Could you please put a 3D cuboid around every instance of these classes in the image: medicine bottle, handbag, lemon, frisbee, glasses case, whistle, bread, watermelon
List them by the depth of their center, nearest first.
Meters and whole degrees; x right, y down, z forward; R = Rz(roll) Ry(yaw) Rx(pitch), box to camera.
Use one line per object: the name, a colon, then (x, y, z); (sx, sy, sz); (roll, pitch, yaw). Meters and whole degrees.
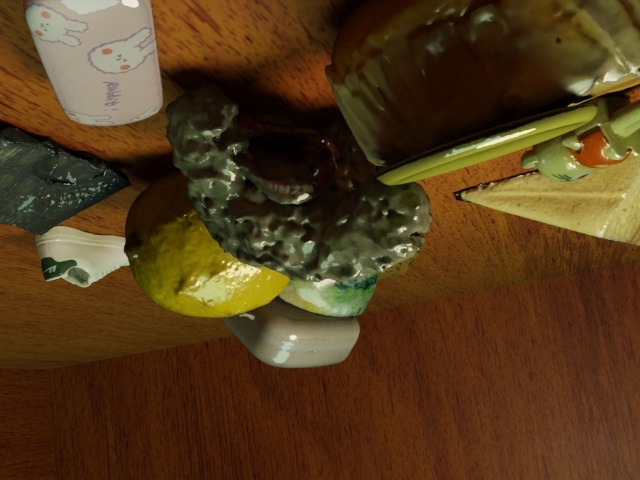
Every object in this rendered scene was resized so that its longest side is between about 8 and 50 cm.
glasses case: (-0.222, -0.190, 0.828); (0.113, 0.075, 0.297); (-9, 168, -10)
frisbee: (0.171, -0.096, 0.845); (0.235, 0.017, 0.236); (-18, 179, 0)
bread: (0.195, -0.210, 0.851); (0.388, 0.183, 0.236); (-20, 179, 20)
handbag: (-0.412, -0.088, 1.172); (0.175, 0.089, 0.270); (-22, 164, 19)
whistle: (0.441, -0.166, 1.287); (0.131, 0.106, 0.288); (-8, 169, -33)
lemon: (-0.169, 0.000, 1.305); (0.283, 0.261, 0.260); (2, 165, -13)
watermelon: (0.000, 0.000, 1.607); (0.212, 0.262, 0.201); (6, -166, -34)
medicine bottle: (-0.104, 0.116, 1.676); (0.282, 0.375, 0.123); (4, 118, -43)
bread: (0.556, -0.124, 1.731); (0.404, 0.242, 0.345); (23, -172, 30)

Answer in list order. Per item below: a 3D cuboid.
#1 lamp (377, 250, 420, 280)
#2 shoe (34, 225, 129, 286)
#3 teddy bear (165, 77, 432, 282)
lamp: (0.127, 0.005, 1.734); (0.161, 0.161, 0.185); (-13, 168, 20)
shoe: (-0.464, 0.045, 1.628); (0.095, 0.110, 0.265); (-16, 163, 26)
teddy bear: (-0.004, -0.092, 1.117); (0.357, 0.225, 0.367); (25, -149, 9)
